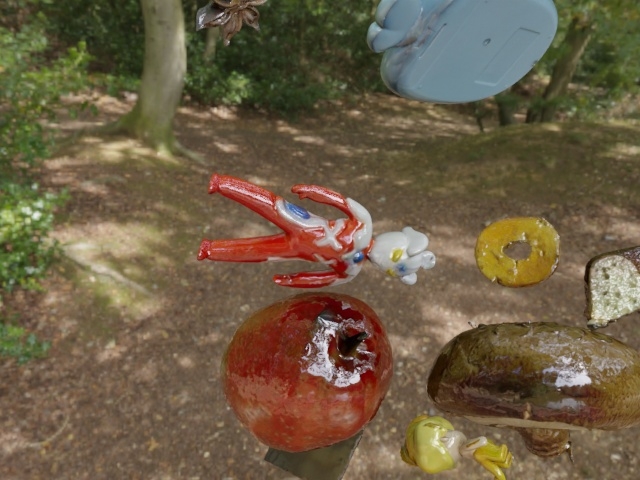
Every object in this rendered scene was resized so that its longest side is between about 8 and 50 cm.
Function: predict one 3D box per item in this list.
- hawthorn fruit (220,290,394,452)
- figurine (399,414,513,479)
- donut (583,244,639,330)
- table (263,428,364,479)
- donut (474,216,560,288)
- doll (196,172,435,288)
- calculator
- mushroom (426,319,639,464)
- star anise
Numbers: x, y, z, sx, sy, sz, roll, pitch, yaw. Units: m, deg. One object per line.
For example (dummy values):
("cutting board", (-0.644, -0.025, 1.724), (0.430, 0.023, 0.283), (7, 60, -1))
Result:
("hawthorn fruit", (-0.007, 0.212, 1.074), (0.285, 0.284, 0.369), (-6, -17, -29))
("figurine", (0.289, 0.456, 1.373), (0.246, 0.156, 0.131), (-3, 47, 40))
("donut", (0.539, 0.079, 1.134), (0.187, 0.126, 0.144), (-7, 5, -4))
("table", (0.007, 0.411, 1.382), (0.173, 0.169, 0.193), (24, 9, 7))
("donut", (0.424, 0.029, 1.342), (0.179, 0.162, 0.065), (8, -14, 32))
("doll", (0.000, 0.000, 1.016), (0.384, 0.188, 0.099), (8, 32, -8))
("calculator", (0.177, -0.244, 0.768), (0.303, 0.188, 0.042), (-6, 57, -40))
("mushroom", (0.297, 0.199, 0.871), (0.297, 0.163, 0.278), (-3, -33, 29))
("star anise", (-0.178, -0.489, 1.298), (0.208, 0.171, 0.063), (-37, 68, -22))
